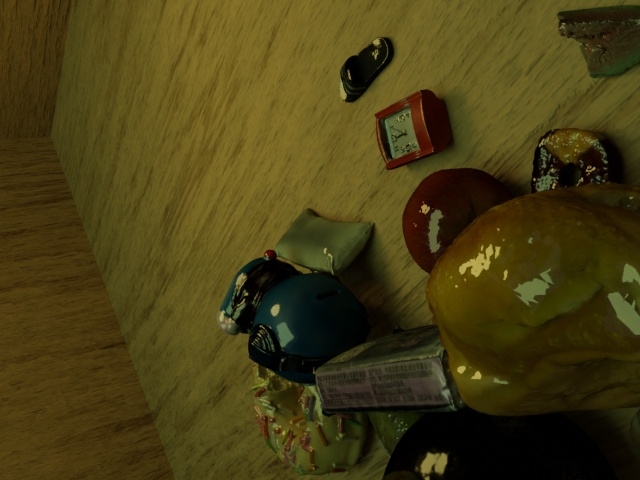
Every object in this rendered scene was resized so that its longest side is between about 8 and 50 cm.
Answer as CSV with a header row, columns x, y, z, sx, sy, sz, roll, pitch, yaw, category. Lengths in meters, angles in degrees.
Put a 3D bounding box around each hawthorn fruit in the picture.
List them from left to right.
x,y,z,sx,sy,sz,roll,pitch,yaw,category
0.224,-0.032,1.116,0.225,0.196,0.197,-129,36,-72,hawthorn fruit

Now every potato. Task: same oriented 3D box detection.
x,y,z,sx,sy,sz,roll,pitch,yaw,category
0.171,0.370,1.345,0.251,0.113,0.149,-125,26,-49,potato

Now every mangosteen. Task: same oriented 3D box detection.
x,y,z,sx,sy,sz,roll,pitch,yaw,category
0.233,0.413,0.986,0.382,0.435,0.382,-15,69,44,mangosteen

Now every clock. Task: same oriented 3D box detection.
x,y,z,sx,sy,sz,roll,pitch,yaw,category
0.167,-0.200,1.228,0.155,0.061,0.113,-13,89,59,clock

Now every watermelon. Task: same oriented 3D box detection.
x,y,z,sx,sy,sz,roll,pitch,yaw,category
0.388,-0.268,0.889,0.155,0.080,0.101,-2,107,40,watermelon

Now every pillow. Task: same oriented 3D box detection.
x,y,z,sx,sy,sz,roll,pitch,yaw,category
0.000,-0.001,1.481,0.254,0.078,0.144,14,70,54,pillow

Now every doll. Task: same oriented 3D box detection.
x,y,z,sx,sy,sz,roll,pitch,yaw,category
-0.050,0.165,1.392,0.310,0.284,0.240,38,130,39,doll

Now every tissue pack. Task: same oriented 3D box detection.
x,y,z,sx,sy,sz,roll,pitch,yaw,category
0.182,0.211,1.152,0.361,0.259,0.122,-21,86,54,tissue pack

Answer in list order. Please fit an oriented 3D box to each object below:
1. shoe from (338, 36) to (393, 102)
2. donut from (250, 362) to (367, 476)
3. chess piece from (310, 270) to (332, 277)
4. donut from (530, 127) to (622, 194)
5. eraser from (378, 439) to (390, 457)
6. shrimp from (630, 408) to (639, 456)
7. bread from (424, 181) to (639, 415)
x,y,z,sx,sy,sz,roll,pitch,yaw,category
0.073,-0.339,1.327,0.179,0.049,0.071,-36,70,53,shoe
-0.032,0.415,1.611,0.371,0.150,0.308,-6,95,55,donut
0.006,0.099,1.547,0.060,0.060,0.172,-39,67,52,chess piece
0.369,-0.097,0.967,0.140,0.059,0.141,20,115,51,donut
0.161,0.461,1.462,0.083,0.019,0.038,47,133,37,eraser
0.529,0.350,0.867,0.317,0.062,0.164,49,164,21,shrimp
0.334,0.054,0.804,0.361,0.394,0.250,131,136,-53,bread
